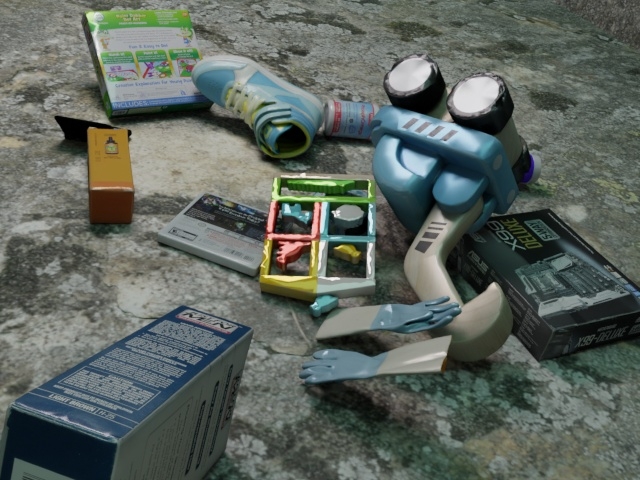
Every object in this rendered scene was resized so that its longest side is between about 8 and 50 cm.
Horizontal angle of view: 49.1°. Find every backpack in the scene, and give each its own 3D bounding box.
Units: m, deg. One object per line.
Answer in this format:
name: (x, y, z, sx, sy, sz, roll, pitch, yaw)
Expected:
backpack: (0.039, -0.061, 1.339, 0.114, 0.084, 0.105, 24, 35, 21)

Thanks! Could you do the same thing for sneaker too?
sneaker: (-0.146, -0.292, 1.543, 0.319, 0.127, 0.208, 19, 35, -7)

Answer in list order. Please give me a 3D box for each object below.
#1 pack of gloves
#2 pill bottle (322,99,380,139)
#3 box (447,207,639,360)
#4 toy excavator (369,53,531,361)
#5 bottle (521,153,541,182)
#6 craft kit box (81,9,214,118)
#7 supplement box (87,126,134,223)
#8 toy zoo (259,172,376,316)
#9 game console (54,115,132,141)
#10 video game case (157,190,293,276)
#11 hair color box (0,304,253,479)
pack of gloves: (0.092, 0.157, 1.027, 0.232, 0.046, 0.195, -10, 22, 27)
pill bottle: (0.089, -0.285, 1.665, 0.160, 0.087, 0.087, 3, 36, -12)
box: (0.406, 0.067, 1.271, 0.243, 0.076, 0.307, -7, 39, -24)
toy excavator: (0.215, -0.057, 1.227, 0.433, 0.222, 0.445, 27, 76, 37)
bottle: (0.354, -0.174, 1.582, 0.283, 0.092, 0.118, 4, 36, -11)
craft kit box: (-0.395, -0.411, 1.615, 0.250, 0.061, 0.246, -12, 81, -31)
supplement box: (-0.395, -0.127, 1.311, 0.078, 0.080, 0.233, 0, 38, -19)
toy zoo: (0.000, 0.000, 1.209, 0.193, 0.030, 0.293, 2, 52, 3)
game console: (-0.466, -0.238, 1.445, 0.122, 0.071, 0.107, 11, 35, 4)
video game case: (-0.168, -0.017, 1.270, 0.191, 0.022, 0.173, 19, 36, 12)
hair color box: (-0.185, 0.198, 0.725, 0.105, 0.173, 0.347, 16, 11, 10)
